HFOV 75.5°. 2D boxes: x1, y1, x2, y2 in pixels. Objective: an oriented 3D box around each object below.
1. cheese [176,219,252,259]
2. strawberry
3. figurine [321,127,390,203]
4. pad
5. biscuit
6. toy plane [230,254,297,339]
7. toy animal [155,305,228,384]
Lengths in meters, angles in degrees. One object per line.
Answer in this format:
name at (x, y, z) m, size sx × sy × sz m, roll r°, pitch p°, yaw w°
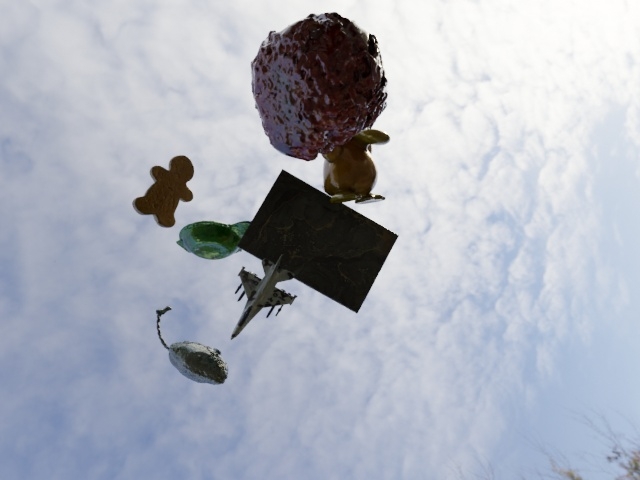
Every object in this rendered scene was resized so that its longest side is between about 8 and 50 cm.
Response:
cheese at (-0.286, -0.012, 1.254) m, size 0.204 × 0.321 × 0.083 m, roll 54°, pitch -152°, yaw -54°
strawberry at (-0.008, -0.260, 0.767) m, size 0.274 × 0.274 × 0.220 m, roll 18°, pitch -102°, yaw -31°
figurine at (0.072, -0.209, 1.058) m, size 0.215 × 0.215 × 0.227 m, roll 4°, pitch -74°, yaw -32°
pad at (0.000, 0.000, 1.101) m, size 0.368 × 0.007 × 0.247 m, roll 30°, pitch -101°, yaw -5°
biscuit at (-0.464, -0.158, 1.261) m, size 0.158 × 0.035 × 0.240 m, roll 48°, pitch -127°, yaw -41°
toy plane at (-0.150, 0.142, 1.016) m, size 0.160 × 0.082 × 0.234 m, roll 28°, pitch -105°, yaw 7°
toy animal at (-0.286, 0.226, 0.867) m, size 0.079 × 0.253 × 0.070 m, roll 15°, pitch -78°, yaw -59°
